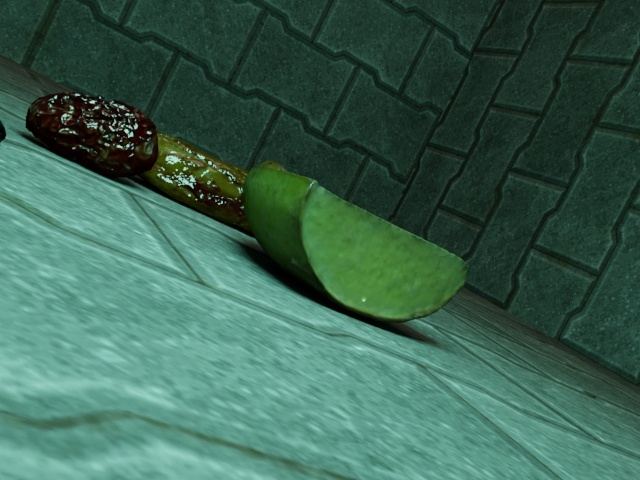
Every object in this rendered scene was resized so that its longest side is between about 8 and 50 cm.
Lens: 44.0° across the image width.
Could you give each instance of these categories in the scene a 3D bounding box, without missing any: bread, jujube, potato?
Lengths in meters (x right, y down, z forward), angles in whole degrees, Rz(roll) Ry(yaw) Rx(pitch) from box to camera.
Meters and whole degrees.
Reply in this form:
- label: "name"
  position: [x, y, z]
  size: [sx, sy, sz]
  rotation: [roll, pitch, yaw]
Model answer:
- label: "bread"
  position: [-0.163, -0.085, 1.159]
  size: [0.344, 0.084, 0.124]
  rotation: [25, 4, -20]
- label: "jujube"
  position: [-0.284, -0.134, 0.996]
  size: [0.166, 0.104, 0.104]
  rotation: [12, 9, -21]
- label: "potato"
  position: [0.000, 0.000, 0.965]
  size: [0.269, 0.112, 0.255]
  rotation: [28, -1, -36]

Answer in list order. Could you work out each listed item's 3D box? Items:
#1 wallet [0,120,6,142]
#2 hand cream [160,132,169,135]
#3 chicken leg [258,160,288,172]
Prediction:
- label: "wallet"
  position: [-0.450, -0.210, 0.689]
  size: [0.379, 0.046, 0.190]
  rotation: [32, -11, 13]
- label: "hand cream"
  position: [-0.258, -0.146, 1.615]
  size: [0.235, 0.055, 0.086]
  rotation: [35, 6, 15]
- label: "chicken leg"
  position: [-0.107, -0.087, 1.591]
  size: [0.085, 0.101, 0.207]
  rotation: [34, 23, -20]
